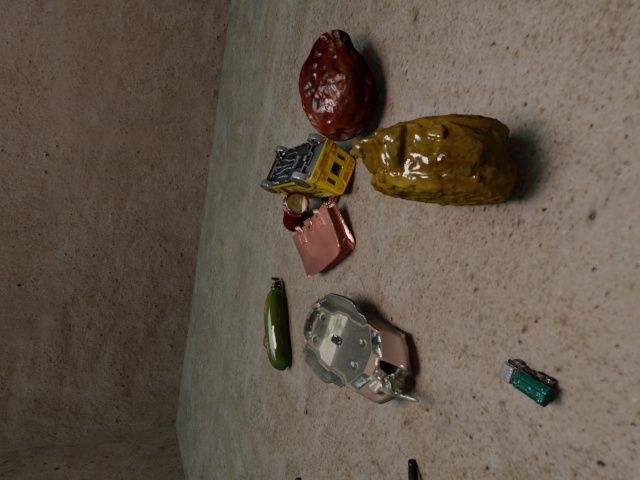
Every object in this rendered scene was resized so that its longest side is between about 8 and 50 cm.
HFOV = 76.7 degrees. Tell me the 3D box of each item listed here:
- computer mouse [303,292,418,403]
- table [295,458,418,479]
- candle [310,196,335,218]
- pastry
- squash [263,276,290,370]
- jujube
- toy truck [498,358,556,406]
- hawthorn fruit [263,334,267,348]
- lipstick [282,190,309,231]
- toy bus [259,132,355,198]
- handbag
[{"bbox_3d":[0.096,0.249,0.932,0.388,0.114,0.200,24,97,49],"label":"computer mouse"},{"bbox_3d":[0.110,0.594,0.777,0.249,0.316,0.318,-99,28,-51],"label":"table"},{"bbox_3d":[0.011,-0.081,1.203,0.053,0.048,0.162,50,139,13],"label":"candle"},{"bbox_3d":[0.191,-0.119,0.667,0.240,0.234,0.132,173,95,-71],"label":"pastry"},{"bbox_3d":[-0.154,0.284,1.416,0.087,0.087,0.332,-36,54,55],"label":"squash"},{"bbox_3d":[0.045,-0.389,1.023,0.197,0.197,0.291,-41,49,53],"label":"jujube"},{"bbox_3d":[0.308,0.211,0.605,0.083,0.044,0.039,32,112,58],"label":"toy truck"},{"bbox_3d":[-0.174,0.344,1.465,0.066,0.066,0.103,-15,71,60],"label":"hawthorn fruit"},{"bbox_3d":[-0.077,-0.083,1.235,0.241,0.080,0.080,122,147,-80],"label":"lipstick"},{"bbox_3d":[-0.048,-0.201,1.194,0.330,0.152,0.144,5,71,60],"label":"toy bus"},{"bbox_3d":[0.000,0.000,1.151,0.212,0.059,0.158,-43,67,52],"label":"handbag"}]
